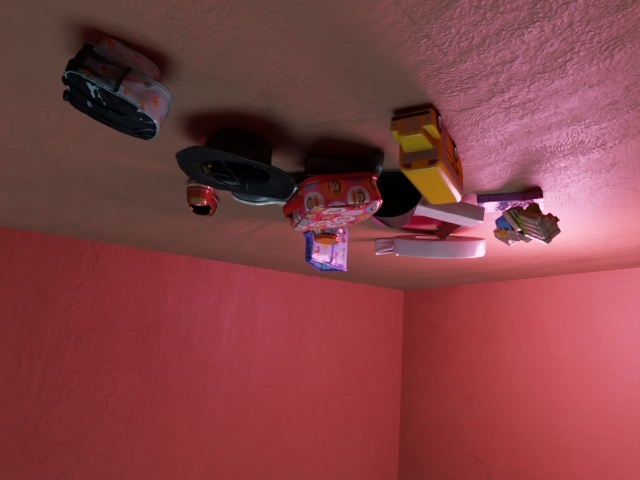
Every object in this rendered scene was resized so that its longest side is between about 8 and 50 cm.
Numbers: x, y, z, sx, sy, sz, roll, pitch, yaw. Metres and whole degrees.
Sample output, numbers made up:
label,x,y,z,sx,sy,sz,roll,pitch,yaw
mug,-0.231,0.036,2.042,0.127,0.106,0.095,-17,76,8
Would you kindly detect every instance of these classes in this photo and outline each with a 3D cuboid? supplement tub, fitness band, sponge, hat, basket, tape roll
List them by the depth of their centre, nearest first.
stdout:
label,x,y,z,sx,sy,sz,roll,pitch,yaw
hat,-0.220,-0.227,1.242,0.331,0.134,0.331,11,164,3
basket,0.240,-0.125,1.495,0.204,0.154,0.227,-4,169,15
sponge,0.660,-0.132,1.570,0.210,0.031,0.117,-2,165,26
supplement tub,0.028,-0.087,1.616,0.117,0.190,0.117,4,166,1
fitness band,0.343,-0.096,1.777,0.290,0.054,0.209,-1,166,25
tape roll,0.506,0.020,1.940,0.392,0.072,0.392,0,-176,0

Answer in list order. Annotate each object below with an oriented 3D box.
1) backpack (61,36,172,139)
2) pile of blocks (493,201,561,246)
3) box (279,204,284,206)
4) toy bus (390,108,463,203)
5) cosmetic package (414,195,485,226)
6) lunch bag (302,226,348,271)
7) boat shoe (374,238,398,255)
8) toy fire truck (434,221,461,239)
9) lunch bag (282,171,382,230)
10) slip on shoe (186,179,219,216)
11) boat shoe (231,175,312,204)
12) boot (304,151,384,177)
label,x,y,z,sx,sy,sz,roll,pitch,yaw
backpack,-0.399,-0.300,0.921,0.188,0.144,0.166,34,155,-18
pile of blocks,0.711,-0.072,1.572,0.112,0.149,0.362,-38,179,-4
box,-0.105,-0.153,1.706,0.105,0.043,0.179,-7,160,39
toy bus,0.280,-0.206,1.158,0.108,0.130,0.332,-3,165,28
cosmetic package,0.449,-0.110,1.605,0.239,0.060,0.099,14,167,-5
lunch bag,0.000,0.000,1.930,0.138,0.221,0.293,-3,165,27
boat shoe,0.395,0.036,2.253,0.258,0.084,0.095,-4,164,32
toy fire truck,0.512,-0.067,1.769,0.047,0.135,0.192,45,141,3
lunch bag,0.013,-0.102,1.307,0.258,0.120,0.293,-8,171,-19
slip on shoe,-0.462,-0.140,1.750,0.123,0.101,0.331,5,168,-10
boat shoe,-0.161,-0.184,1.541,0.319,0.116,0.099,7,128,17
boot,0.065,-0.224,1.316,0.208,0.076,0.189,14,163,-10
